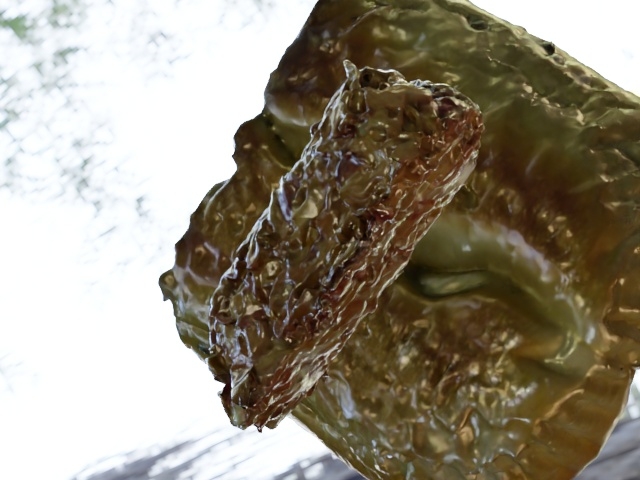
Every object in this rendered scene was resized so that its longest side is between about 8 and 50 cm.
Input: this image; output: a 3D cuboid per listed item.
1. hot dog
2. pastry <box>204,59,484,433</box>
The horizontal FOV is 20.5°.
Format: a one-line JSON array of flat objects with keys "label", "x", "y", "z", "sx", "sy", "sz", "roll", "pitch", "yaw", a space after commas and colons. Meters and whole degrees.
[{"label": "hot dog", "x": 0.105, "y": 0.009, "z": 1.327, "sx": 0.196, "sy": 0.365, "sz": 0.367, "roll": 24, "pitch": -83, "yaw": -49}, {"label": "pastry", "x": 0.001, "y": 0.000, "z": 0.707, "sx": 0.063, "sy": 0.169, "sz": 0.087, "roll": 42, "pitch": -155, "yaw": 16}]
